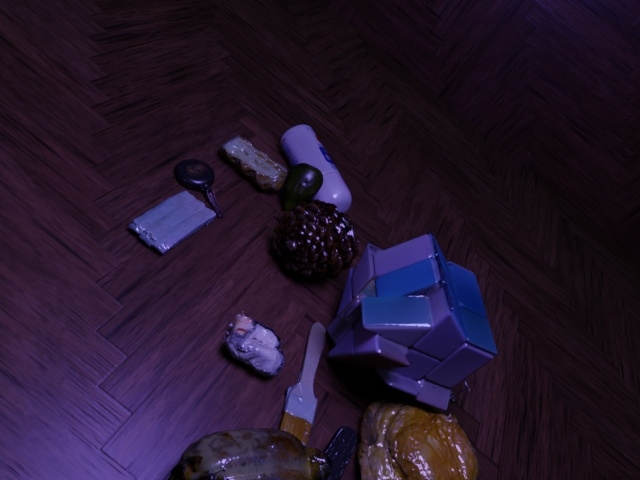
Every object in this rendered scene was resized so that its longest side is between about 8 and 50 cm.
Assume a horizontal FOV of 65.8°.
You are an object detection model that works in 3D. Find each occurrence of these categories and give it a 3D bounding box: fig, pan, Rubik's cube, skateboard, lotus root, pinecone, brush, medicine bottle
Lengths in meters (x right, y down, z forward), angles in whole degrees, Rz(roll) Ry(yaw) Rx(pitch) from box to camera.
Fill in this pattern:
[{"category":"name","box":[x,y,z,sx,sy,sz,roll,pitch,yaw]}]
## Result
[{"category":"fig","box":[-0.070,-0.155,1.508,0.117,0.177,0.117,38,-3,3]},{"category":"pan","box":[-0.330,-0.153,1.396,0.115,0.040,0.212,-20,66,-41]},{"category":"Rubik's cube","box":[0.218,0.192,1.232,0.358,0.368,0.387,27,35,-17]},{"category":"skateboard","box":[0.368,0.419,1.360,0.064,0.083,0.032,9,48,-31]},{"category":"lotus root","box":[-0.121,0.437,0.907,0.309,0.173,0.173,9,48,-32]},{"category":"pinecone","box":[0.000,0.000,1.373,0.272,0.224,0.224,-1,53,-54]},{"category":"brush","box":[-0.032,0.327,1.185,0.085,0.020,0.336,30,39,-11]},{"category":"medicine bottle","box":[-0.011,-0.221,1.639,0.130,0.130,0.341,-4,55,-40]}]

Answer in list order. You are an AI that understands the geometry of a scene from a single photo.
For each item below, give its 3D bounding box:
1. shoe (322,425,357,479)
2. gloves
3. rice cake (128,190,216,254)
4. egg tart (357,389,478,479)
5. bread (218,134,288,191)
[{"category":"shoe","box":[0.013,0.477,1.051,0.071,0.049,0.179,44,61,-11]},{"category":"gloves","box":[-0.147,0.243,1.137,0.153,0.070,0.114,38,30,-12]},{"category":"rice cake","box":[-0.374,-0.047,1.261,0.124,0.038,0.211,38,39,-2]},{"category":"egg tart","box":[0.238,0.495,1.137,0.352,0.153,0.339,13,42,-31]},{"category":"bread","box":[-0.210,-0.234,1.537,0.232,0.088,0.128,36,30,6]}]
